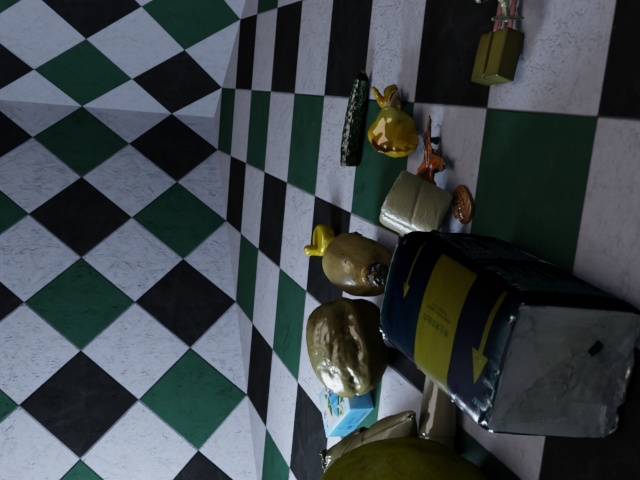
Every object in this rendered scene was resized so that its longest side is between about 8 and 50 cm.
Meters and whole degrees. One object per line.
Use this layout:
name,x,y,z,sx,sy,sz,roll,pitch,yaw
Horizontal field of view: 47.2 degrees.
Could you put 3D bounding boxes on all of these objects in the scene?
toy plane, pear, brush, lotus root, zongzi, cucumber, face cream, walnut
toy plane,0.267,-0.206,1.761,0.135,0.062,0.188,161,123,-69
pear,0.179,0.576,1.485,0.413,0.352,0.352,-11,75,35
brush,0.374,-0.437,1.494,0.103,0.047,0.233,-166,89,-70
lotus root,0.115,0.072,1.968,0.310,0.183,0.182,-155,68,-68
toy plane,0.340,-0.514,1.472,0.286,0.092,0.108,-98,10,-56
zongzi,0.143,0.683,1.732,0.467,0.218,0.500,114,155,-64
cucumber,0.104,-0.366,2.206,0.067,0.068,0.293,-141,56,-66
face cream,0.273,0.328,1.676,0.137,0.084,0.341,136,139,-79
walnut,0.077,0.289,1.996,0.283,0.227,0.283,171,90,-77

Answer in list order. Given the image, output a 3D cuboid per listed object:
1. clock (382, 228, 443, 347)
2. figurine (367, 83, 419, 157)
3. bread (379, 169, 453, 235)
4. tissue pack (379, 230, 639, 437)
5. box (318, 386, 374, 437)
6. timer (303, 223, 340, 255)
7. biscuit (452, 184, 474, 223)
clock,0.222,0.114,1.597,0.055,0.280,0.280,23,118,22
figurine,0.186,-0.308,1.905,0.246,0.131,0.156,-90,-5,-46
bread,0.222,-0.073,1.691,0.134,0.141,0.148,-61,-8,-6
tissue pack,0.315,0.149,1.290,0.416,0.264,0.253,-144,62,-65
box,0.073,0.482,2.199,0.232,0.083,0.142,119,145,-50
timer,0.000,0.000,2.395,0.107,0.109,0.107,-178,90,-70
biscuit,0.318,-0.079,1.656,0.078,0.015,0.091,111,153,-42
